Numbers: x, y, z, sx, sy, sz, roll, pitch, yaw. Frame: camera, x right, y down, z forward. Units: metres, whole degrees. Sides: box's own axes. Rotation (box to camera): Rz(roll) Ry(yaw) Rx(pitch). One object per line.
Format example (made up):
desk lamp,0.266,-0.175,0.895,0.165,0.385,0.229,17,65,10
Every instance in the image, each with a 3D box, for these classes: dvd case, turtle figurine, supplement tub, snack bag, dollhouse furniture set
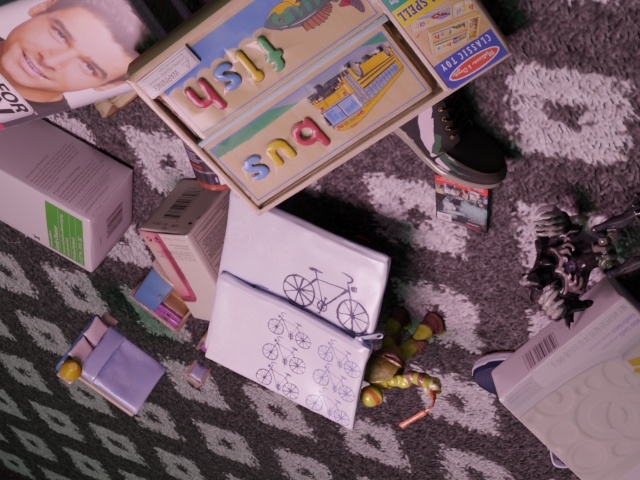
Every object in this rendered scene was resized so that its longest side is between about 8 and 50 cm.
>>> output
dvd case,0.214,-0.065,1.524,0.087,0.013,0.119,18,141,23
turtle figurine,0.111,0.212,1.765,0.269,0.217,0.087,-6,129,44
supplement tub,-0.177,-0.182,1.629,0.106,0.106,0.198,14,142,28
snack bag,-0.045,0.114,1.698,0.323,0.037,0.342,25,119,22
dollhouse furniture set,-0.343,0.228,2.092,0.286,0.303,0.198,38,147,-5

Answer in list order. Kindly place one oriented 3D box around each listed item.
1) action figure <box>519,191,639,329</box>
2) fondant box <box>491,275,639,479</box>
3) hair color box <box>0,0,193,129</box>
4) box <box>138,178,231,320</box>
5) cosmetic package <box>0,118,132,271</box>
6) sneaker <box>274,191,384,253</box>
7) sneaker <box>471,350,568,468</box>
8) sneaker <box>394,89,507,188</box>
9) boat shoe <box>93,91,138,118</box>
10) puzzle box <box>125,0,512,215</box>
action figure,0.351,0.025,1.395,0.141,0.164,0.275,3,157,-35
fondant box,0.457,0.248,1.516,0.330,0.096,0.238,43,105,-14
hair color box,-0.376,-0.274,1.357,0.374,0.113,0.185,-12,139,23
box,-0.201,0.021,1.858,0.127,0.148,0.232,6,136,36
cosmetic package,-0.558,-0.122,1.982,0.365,0.155,0.197,27,146,9
sneaker,0.000,0.000,1.728,0.221,0.083,0.087,36,151,2
sneaker,0.364,0.283,1.696,0.282,0.153,0.099,9,138,32
sneaker,0.175,-0.164,1.374,0.222,0.083,0.118,36,146,1
boat shoe,-0.309,-0.276,1.581,0.110,0.121,0.341,54,154,-13
puzzle box,-0.003,-0.226,1.266,0.409,0.052,0.272,-32,122,20
